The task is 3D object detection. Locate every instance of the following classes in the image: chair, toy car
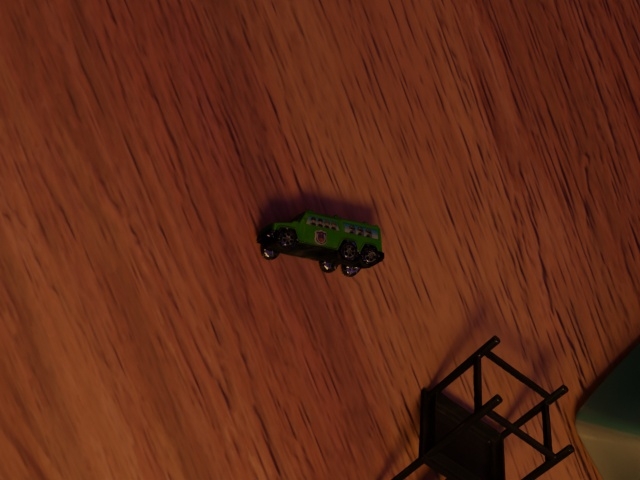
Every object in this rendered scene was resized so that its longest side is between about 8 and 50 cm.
[{"bbox_3d":[0.195,0.276,1.674,0.154,0.141,0.260,35,122,-17],"label":"chair"},{"bbox_3d":[0.000,0.000,1.628,0.165,0.071,0.062,12,71,-21],"label":"toy car"}]

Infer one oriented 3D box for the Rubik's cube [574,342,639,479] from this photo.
[{"bbox_3d":[0.611,0.282,1.716,0.352,0.351,0.347,-39,103,-15],"label":"Rubik's cube"}]
